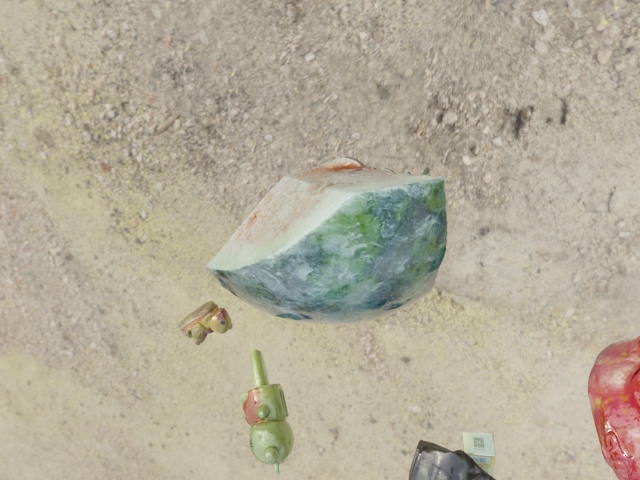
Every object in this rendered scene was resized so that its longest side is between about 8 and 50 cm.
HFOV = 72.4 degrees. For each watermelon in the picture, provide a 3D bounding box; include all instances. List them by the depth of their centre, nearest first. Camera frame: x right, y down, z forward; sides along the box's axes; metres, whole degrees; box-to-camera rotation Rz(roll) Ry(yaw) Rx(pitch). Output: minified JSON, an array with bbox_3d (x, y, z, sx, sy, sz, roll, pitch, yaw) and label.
[{"bbox_3d":[0.000,0.000,0.566,0.289,0.214,0.320,-9,157,6],"label":"watermelon"}]

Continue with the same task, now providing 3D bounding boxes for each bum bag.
[{"bbox_3d":[0.193,0.514,0.755,0.144,0.095,0.340,18,98,18],"label":"bum bag"}]

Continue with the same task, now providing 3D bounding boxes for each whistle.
[{"bbox_3d":[-0.133,0.407,1.053,0.106,0.288,0.131,-17,153,-2],"label":"whistle"}]

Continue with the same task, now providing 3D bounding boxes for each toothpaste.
[{"bbox_3d":[0.446,0.656,1.250,0.089,0.071,0.313,-3,129,12],"label":"toothpaste"}]

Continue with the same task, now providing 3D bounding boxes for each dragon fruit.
[{"bbox_3d":[0.717,0.333,0.798,0.386,0.371,0.249,-7,158,-22],"label":"dragon fruit"}]

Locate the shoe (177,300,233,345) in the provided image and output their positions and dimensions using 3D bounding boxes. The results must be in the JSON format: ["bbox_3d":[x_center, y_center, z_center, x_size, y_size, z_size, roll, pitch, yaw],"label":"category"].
[{"bbox_3d":[-0.227,0.164,0.873,0.109,0.072,0.069,-32,105,5],"label":"shoe"}]
